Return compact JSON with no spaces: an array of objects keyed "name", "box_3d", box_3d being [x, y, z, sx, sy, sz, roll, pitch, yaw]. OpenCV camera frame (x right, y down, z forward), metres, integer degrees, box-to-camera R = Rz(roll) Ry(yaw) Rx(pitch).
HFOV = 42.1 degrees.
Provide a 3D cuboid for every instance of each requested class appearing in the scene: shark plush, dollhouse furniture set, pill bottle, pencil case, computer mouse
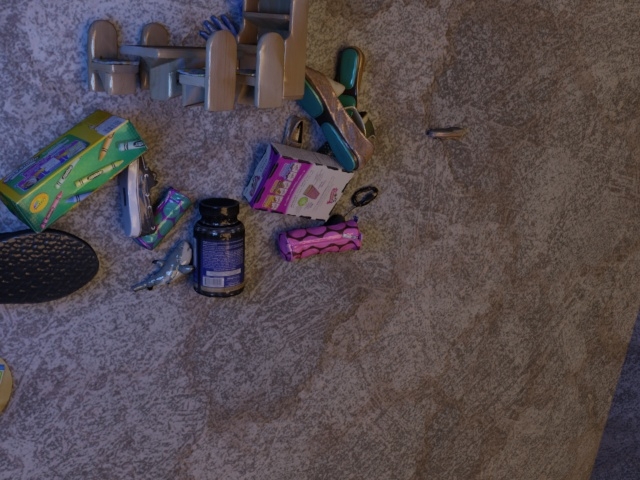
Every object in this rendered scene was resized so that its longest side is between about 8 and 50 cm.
[{"name":"shark plush","box_3d":[-0.367,0.068,1.945,0.161,0.073,0.067,-32,103,-1]},{"name":"dollhouse furniture set","box_3d":[-0.212,-0.418,1.693,0.394,0.362,0.257,-13,112,-48]},{"name":"pill bottle","box_3d":[-0.239,0.016,1.959,0.122,0.123,0.219,-9,110,-35]},{"name":"pencil case","box_3d":[0.000,0.000,2.115,0.209,0.098,0.095,-12,108,-14]},{"name":"computer mouse","box_3d":[0.075,-0.060,2.222,0.242,0.041,0.071,-46,125,-17]},{"name":"pencil case","box_3d":[-0.362,-0.049,1.883,0.152,0.064,0.070,-53,141,-11]}]

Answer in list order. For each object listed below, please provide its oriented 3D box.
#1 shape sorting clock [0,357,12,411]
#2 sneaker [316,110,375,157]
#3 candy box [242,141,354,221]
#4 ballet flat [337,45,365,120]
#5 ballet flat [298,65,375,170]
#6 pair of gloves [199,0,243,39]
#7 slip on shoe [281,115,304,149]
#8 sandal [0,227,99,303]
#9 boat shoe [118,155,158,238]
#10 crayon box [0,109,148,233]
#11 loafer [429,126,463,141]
[{"name":"shape sorting clock","box_3d":[-0.747,0.315,1.727,0.206,0.040,0.206,-15,115,-36]},{"name":"sneaker","box_3d":[0.073,-0.242,2.145,0.192,0.064,0.086,-46,123,-19]},{"name":"candy box","box_3d":[-0.053,-0.142,2.048,0.233,0.071,0.159,10,122,-38]},{"name":"ballet flat","box_3d":[0.073,-0.372,2.103,0.073,0.080,0.232,-11,117,-66]},{"name":"ballet flat","box_3d":[0.029,-0.319,2.030,0.106,0.107,0.316,-38,104,-24]},{"name":"pair of gloves","box_3d":[-0.181,-0.490,1.905,0.159,0.023,0.198,38,82,-40]},{"name":"slip on shoe","box_3d":[-0.065,-0.239,2.058,0.051,0.041,0.135,6,101,-38]},{"name":"sandal","box_3d":[-0.674,0.050,1.657,0.445,0.107,0.168,-9,126,-21]},{"name":"boat shoe","box_3d":[-0.390,-0.120,1.810,0.076,0.080,0.229,-5,92,-31]},{"name":"crayon box","box_3d":[-0.506,-0.146,1.679,0.278,0.165,0.081,-42,125,-19]},{"name":"loafer","box_3d":[0.357,-0.296,2.358,0.125,0.045,0.039,-12,118,-37]}]
